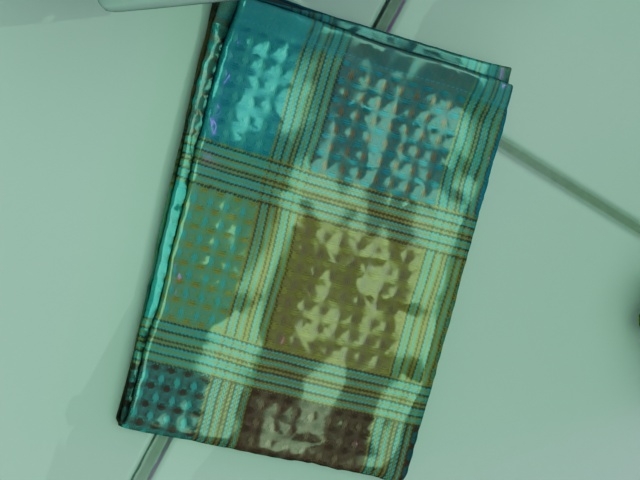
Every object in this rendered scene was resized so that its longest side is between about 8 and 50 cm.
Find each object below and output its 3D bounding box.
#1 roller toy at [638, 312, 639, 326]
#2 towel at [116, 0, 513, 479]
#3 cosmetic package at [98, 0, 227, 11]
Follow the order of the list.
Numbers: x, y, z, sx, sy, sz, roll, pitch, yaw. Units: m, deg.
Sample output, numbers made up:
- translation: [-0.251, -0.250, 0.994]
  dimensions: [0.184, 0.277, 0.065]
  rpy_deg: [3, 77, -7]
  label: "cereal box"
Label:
- translation: [0.406, 0.080, 1.416]
  dimensions: [0.191, 0.209, 0.146]
  rpy_deg: [-22, 104, -23]
  label: "roller toy"
- translation: [0.000, 0.000, 1.345]
  dimensions: [0.271, 0.040, 0.370]
  rpy_deg: [14, 91, -20]
  label: "towel"
- translation: [0.040, -0.339, 1.080]
  dimensions: [0.329, 0.394, 0.327]
  rpy_deg: [-6, 99, 13]
  label: "cosmetic package"
